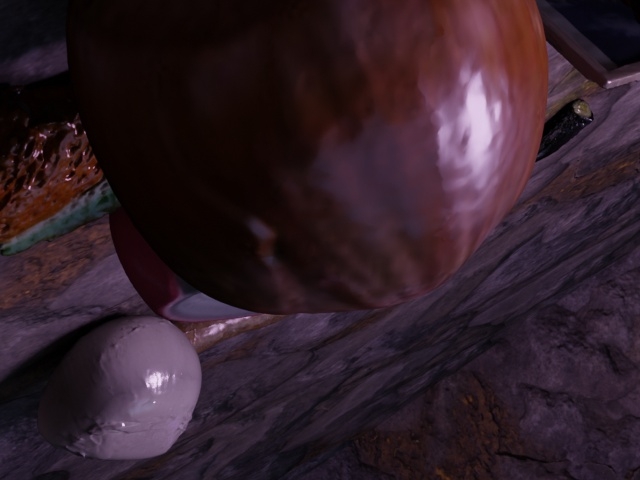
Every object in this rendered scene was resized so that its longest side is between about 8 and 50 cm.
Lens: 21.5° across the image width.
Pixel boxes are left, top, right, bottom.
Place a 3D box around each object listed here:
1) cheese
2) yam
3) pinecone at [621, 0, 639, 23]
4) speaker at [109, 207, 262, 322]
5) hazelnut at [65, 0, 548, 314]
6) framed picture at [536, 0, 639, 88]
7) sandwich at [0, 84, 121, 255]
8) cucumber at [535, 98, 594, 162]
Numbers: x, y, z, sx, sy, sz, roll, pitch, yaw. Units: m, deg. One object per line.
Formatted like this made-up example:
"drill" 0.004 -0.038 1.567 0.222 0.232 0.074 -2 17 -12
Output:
"cheese" -0.237 0.178 2.093 0.198 0.154 0.189 2 144 -42
"yam" -0.138 0.110 2.253 0.299 0.066 0.066 -24 164 -19
"pinecone" 0.366 -0.302 1.543 0.264 0.264 0.264 -29 166 -8
"speaker" -0.051 -0.035 1.535 0.294 0.294 0.294 -29 166 -8
"hazelnut" -0.003 -0.118 1.233 0.372 0.372 0.315 -30 -163 -3
"framed picture" 0.299 -0.238 1.674 0.281 0.209 0.019 -20 147 -41
"sandwich" -0.226 -0.081 1.379 0.185 0.109 0.160 -31 146 7
"cucumber" 0.320 -0.142 2.377 0.163 0.043 0.039 -40 -155 42
